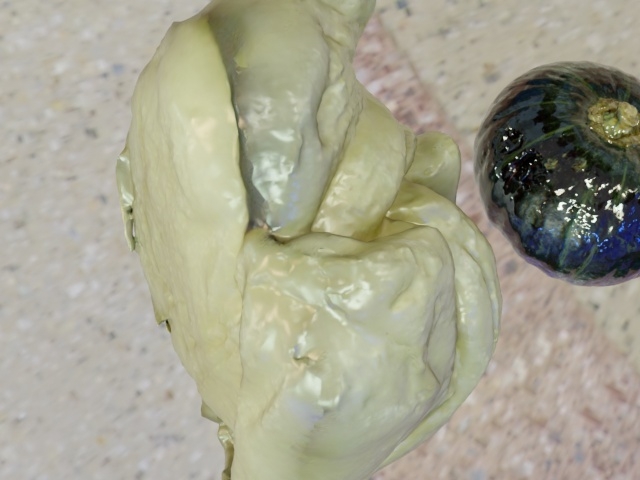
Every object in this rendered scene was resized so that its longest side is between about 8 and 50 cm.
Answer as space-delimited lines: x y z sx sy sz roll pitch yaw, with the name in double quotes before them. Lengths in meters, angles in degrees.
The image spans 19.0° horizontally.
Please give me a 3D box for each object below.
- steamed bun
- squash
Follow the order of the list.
"steamed bun" 0.000 0.004 1.346 0.230 0.325 0.372 -14 84 -16
"squash" 0.216 -0.054 1.548 0.193 0.193 0.156 14 126 13
